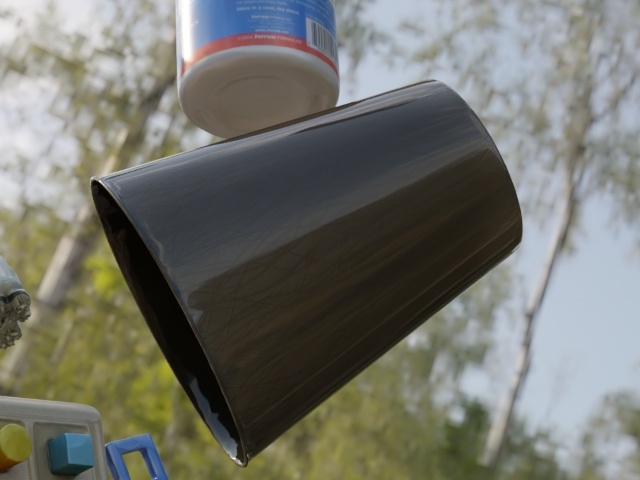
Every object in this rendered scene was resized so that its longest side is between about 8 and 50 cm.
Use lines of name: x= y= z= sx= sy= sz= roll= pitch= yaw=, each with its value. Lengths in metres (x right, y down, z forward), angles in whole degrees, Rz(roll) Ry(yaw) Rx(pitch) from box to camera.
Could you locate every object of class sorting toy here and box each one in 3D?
sorting toy: x=-0.262 y=0.230 z=1.766 sx=0.347 sy=0.196 sz=0.047 roll=10 pitch=-33 yaw=-43

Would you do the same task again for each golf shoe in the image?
golf shoe: x=-0.360 y=0.069 z=2.046 sx=0.069 sy=0.086 sz=0.176 roll=-13 pitch=-21 yaw=-32

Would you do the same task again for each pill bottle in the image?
pill bottle: x=-0.051 y=-0.198 z=1.461 sx=0.124 sy=0.221 sz=0.124 roll=-3 pitch=-29 yaw=-2

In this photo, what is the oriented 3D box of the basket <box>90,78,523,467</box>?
basket: x=0.000 y=0.000 z=1.204 sx=0.204 sy=0.227 sz=0.154 roll=61 pitch=-15 yaw=4
